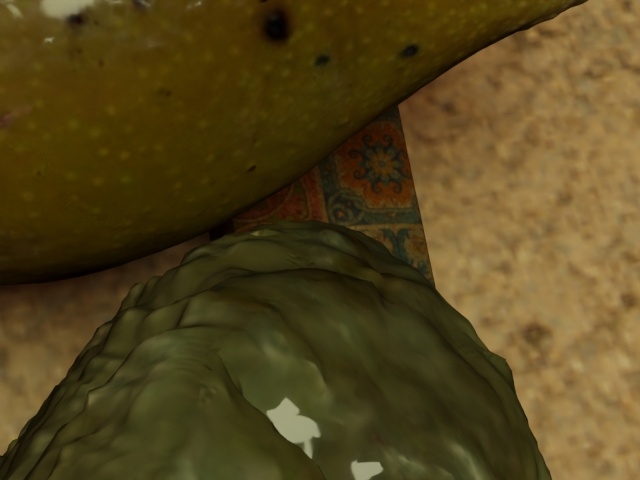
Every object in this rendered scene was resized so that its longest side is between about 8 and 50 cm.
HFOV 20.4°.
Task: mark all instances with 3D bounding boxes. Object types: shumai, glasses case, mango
[{"bbox_3d":[0.003,0.179,0.491,0.288,0.292,0.330,36,44,-6],"label":"shumai"},{"bbox_3d":[0.000,0.000,0.663,0.075,0.049,0.218,-5,69,-15],"label":"glasses case"},{"bbox_3d":[-0.055,-0.100,0.593,0.329,0.175,0.176,-28,111,8],"label":"mango"}]
